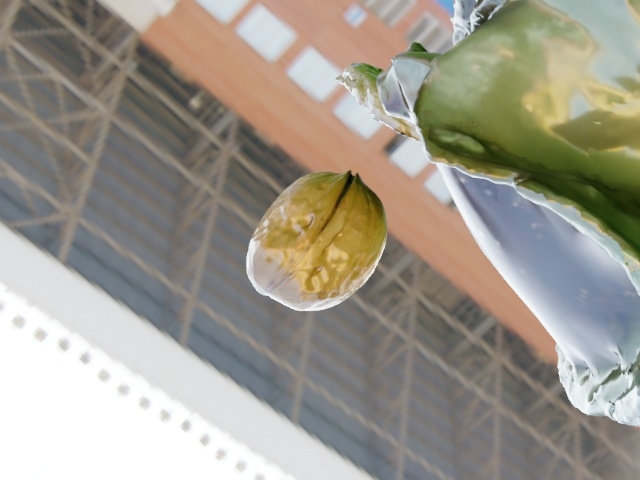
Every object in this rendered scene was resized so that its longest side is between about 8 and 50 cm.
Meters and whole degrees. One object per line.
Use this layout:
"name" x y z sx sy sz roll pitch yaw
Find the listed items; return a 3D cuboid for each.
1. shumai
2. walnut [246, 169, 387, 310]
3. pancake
"shumai" 0.184 -0.046 0.758 0.330 0.292 0.288 21 -112 -70
"walnut" 0.000 0.000 1.659 0.144 0.180 0.144 33 180 0
"pancake" 0.177 -0.150 1.842 0.356 0.065 0.356 23 -172 -4
